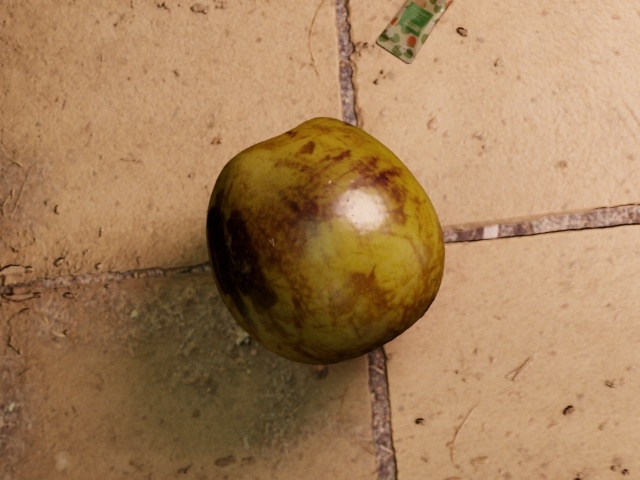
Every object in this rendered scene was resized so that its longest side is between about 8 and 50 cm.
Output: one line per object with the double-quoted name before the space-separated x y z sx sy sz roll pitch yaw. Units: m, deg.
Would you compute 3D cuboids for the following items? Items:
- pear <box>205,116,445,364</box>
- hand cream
"pear" 0.000 0.000 1.205 0.283 0.283 0.284 -2 77 9
"hand cream" 0.140 -0.307 1.378 0.057 0.037 0.165 36 92 16
